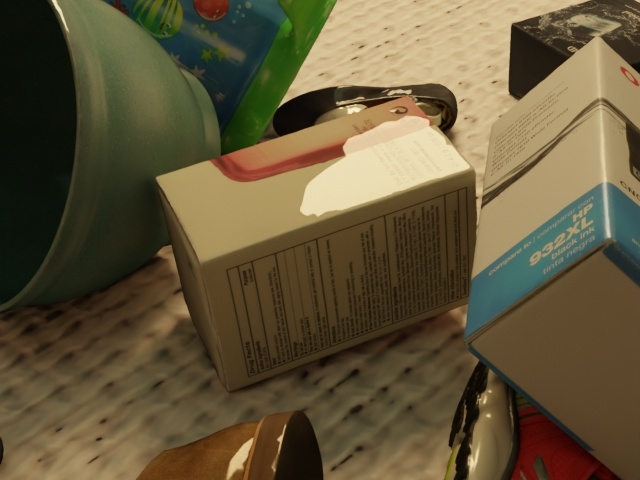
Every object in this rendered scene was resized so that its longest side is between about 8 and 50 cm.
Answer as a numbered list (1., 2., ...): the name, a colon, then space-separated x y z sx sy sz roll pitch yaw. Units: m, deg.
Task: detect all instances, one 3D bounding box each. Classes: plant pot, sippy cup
1. plant pot: -0.215 -0.083 1.029 0.196 0.293 0.293 1 24 -45
2. sippy cup: -0.121 -0.231 1.174 0.224 0.305 0.240 29 38 -8

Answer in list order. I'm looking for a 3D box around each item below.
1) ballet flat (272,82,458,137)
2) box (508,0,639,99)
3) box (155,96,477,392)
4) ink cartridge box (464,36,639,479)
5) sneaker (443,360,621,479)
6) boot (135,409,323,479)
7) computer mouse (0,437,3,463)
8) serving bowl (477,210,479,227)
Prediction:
1. ballet flat: 0.053 -0.129 1.228 0.203 0.074 0.074 -7 35 -10
2. box: 0.318 -0.194 1.280 0.158 0.093 0.156 -20 38 -21
3. box: 0.000 0.000 0.949 0.232 0.148 0.127 -19 42 -13
4. ink cartridge box: 0.236 0.018 0.846 0.223 0.129 0.307 39 32 -14
5. sneaker: 0.157 0.145 0.823 0.118 0.107 0.279 22 41 2
6. boot: -0.082 0.225 0.714 0.115 0.112 0.305 -9 25 16
7. computer mouse: -0.219 0.194 0.816 0.071 0.041 0.242 -43 44 -20
8. serving bowl: 0.108 -0.013 1.089 0.083 0.027 0.083 -2 35 1
